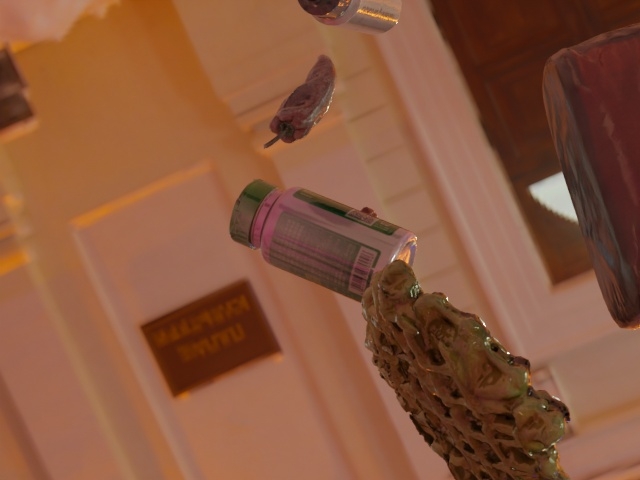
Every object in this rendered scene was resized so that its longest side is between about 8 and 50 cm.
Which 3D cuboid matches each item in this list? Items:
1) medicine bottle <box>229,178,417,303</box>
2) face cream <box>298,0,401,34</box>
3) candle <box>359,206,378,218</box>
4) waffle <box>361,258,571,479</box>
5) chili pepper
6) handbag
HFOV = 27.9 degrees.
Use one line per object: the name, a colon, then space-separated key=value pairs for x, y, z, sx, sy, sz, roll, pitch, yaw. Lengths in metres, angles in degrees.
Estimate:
medicine bottle: x=0.000 y=0.000 z=1.976 sx=0.274 sy=0.133 sz=0.133 roll=23 pitch=-156 yaw=17
face cream: x=0.036 y=-0.363 z=1.931 sx=0.092 sy=0.092 sz=0.311 roll=-23 pitch=176 yaw=21
candle: x=0.093 y=-0.019 z=2.338 sx=0.048 sy=0.051 sz=0.329 roll=-44 pitch=170 yaw=-1
waffle: x=0.146 y=0.169 z=1.411 sx=0.073 sy=0.317 sz=0.297 roll=-38 pitch=161 yaw=-21
chili pepper: x=-0.016 y=-0.142 z=1.337 sx=0.050 sy=0.041 sz=0.153 roll=9 pitch=-140 yaw=20
handbag: x=0.302 y=-0.064 z=1.062 sx=0.181 sy=0.254 sz=0.181 roll=-16 pitch=165 yaw=0
